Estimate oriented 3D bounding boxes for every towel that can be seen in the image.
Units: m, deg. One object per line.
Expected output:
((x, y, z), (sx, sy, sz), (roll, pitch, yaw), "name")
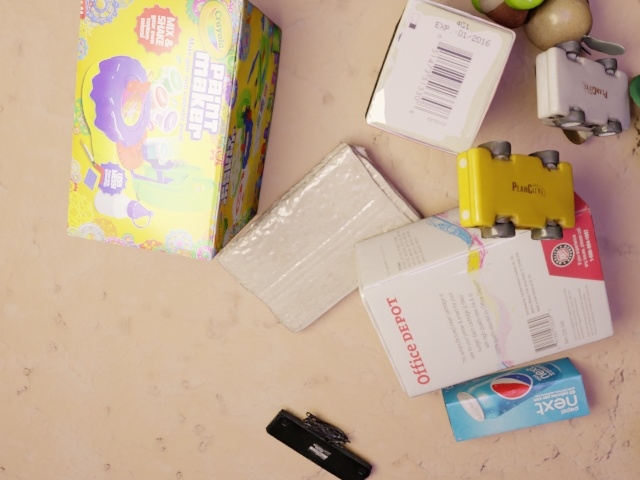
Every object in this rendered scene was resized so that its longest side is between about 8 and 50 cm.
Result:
((0.000, 0.000, 0.884), (0.282, 0.049, 0.187), (-39, 109, 13), "towel")

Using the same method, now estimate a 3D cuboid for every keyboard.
((0.007, 0.345, 0.997), (0.192, 0.038, 0.100), (33, 127, -5), "keyboard")

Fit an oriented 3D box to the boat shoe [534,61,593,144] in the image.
((0.352, -0.204, 0.827), (0.045, 0.050, 0.135), (-31, 101, -2), "boat shoe")

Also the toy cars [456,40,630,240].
((0.265, -0.119, 0.709), (0.393, 0.087, 0.176), (-48, 115, -30), "toy cars")

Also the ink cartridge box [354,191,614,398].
((0.228, 0.068, 0.829), (0.307, 0.131, 0.226), (-19, 120, 10), "ink cartridge box")

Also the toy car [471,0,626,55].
((0.316, -0.308, 0.755), (0.188, 0.155, 0.149), (37, 104, -14), "toy car")

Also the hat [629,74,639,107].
((0.486, -0.104, 0.823), (0.173, 0.208, 0.183), (-17, 146, -27), "hat")

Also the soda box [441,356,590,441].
((0.306, 0.254, 0.926), (0.210, 0.067, 0.071), (-15, 102, 7), "soda box")

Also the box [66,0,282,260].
((-0.172, -0.158, 0.758), (0.177, 0.279, 0.289), (10, 103, 2), "box")

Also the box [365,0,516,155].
((0.138, -0.203, 0.745), (0.127, 0.232, 0.148), (19, 104, 0), "box")
